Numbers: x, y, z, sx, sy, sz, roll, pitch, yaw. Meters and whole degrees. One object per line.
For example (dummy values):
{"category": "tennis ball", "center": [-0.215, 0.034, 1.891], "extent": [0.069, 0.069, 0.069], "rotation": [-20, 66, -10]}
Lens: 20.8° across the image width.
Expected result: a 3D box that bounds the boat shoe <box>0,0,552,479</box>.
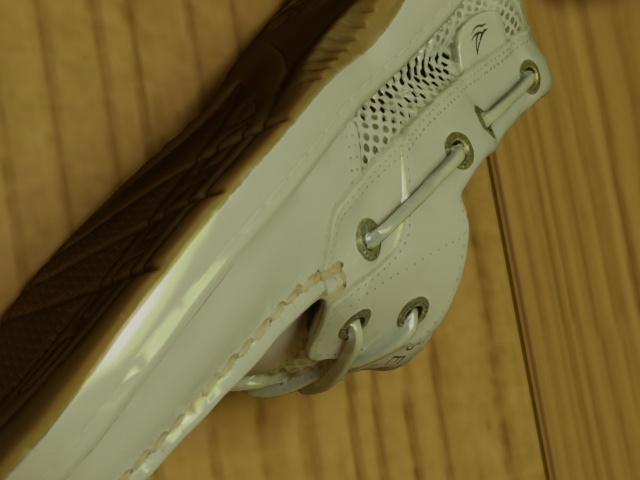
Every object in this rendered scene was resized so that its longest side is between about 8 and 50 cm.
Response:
{"category": "boat shoe", "center": [0.000, 0.000, 0.503], "extent": [0.096, 0.098, 0.277], "rotation": [52, 50, -16]}
